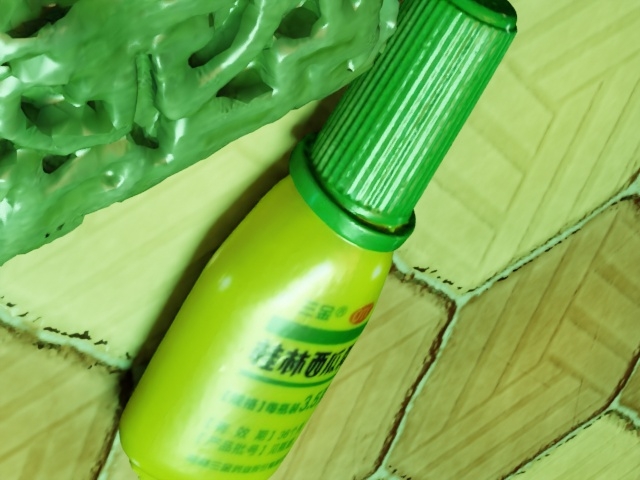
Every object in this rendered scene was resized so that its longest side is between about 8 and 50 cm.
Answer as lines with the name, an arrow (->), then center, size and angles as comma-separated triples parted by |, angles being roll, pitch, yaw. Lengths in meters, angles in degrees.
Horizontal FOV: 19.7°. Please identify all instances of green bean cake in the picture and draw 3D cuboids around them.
green bean cake -> -0.097, -0.117, 0.649 | 0.255, 0.132, 0.241 | -28, 148, -24

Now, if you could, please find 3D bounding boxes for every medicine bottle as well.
medicine bottle -> 0.000, 0.000, 0.933 | 0.111, 0.076, 0.309 | 2, 125, -50
